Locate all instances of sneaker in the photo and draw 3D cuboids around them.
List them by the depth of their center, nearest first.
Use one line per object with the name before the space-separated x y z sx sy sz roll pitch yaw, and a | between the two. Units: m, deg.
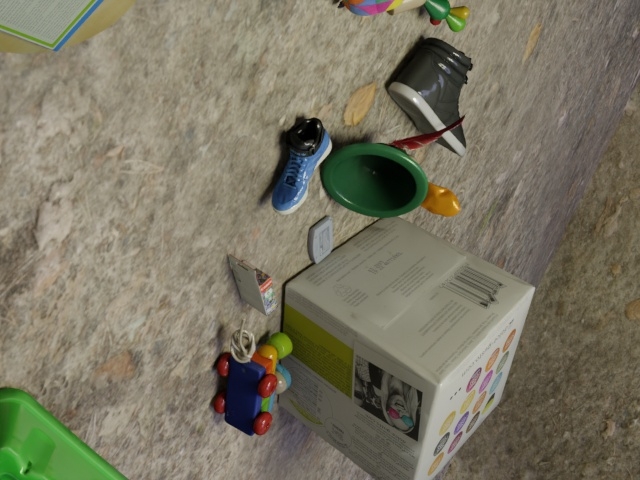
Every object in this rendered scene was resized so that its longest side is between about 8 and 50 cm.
sneaker | -0.037 -0.118 1.075 0.152 0.058 0.084 -57 156 -15
sneaker | 0.241 -0.267 1.329 0.147 0.104 0.296 -56 146 1

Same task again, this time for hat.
hat | 0.116 -0.159 1.244 0.173 0.208 0.184 -44 -154 48

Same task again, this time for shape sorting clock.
shape sorting clock | -0.244 -0.243 0.611 0.206 0.040 0.206 -27 162 -10

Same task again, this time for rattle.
rattle | 0.163 -0.094 1.332 0.130 0.143 0.199 -43 157 5

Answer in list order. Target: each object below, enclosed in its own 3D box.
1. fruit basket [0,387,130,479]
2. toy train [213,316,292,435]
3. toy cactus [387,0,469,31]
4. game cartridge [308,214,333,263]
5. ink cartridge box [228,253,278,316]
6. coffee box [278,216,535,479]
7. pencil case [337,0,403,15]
fruit basket | -0.397 0.394 0.838 0.392 0.283 0.392 -43 -169 10
toy train | -0.098 0.202 1.224 0.143 0.105 0.248 -38 144 -52
toy cactus | 0.175 -0.423 1.132 0.180 0.112 0.219 -31 145 -12
game cartridge | 0.000 0.000 1.278 0.056 0.017 0.083 -42 145 -36
ink cartridge box | -0.105 0.064 1.122 0.029 0.063 0.115 -42 145 -28
coffee box | 0.154 0.211 1.367 0.337 0.338 0.334 -32 140 -40
pencil case | 0.048 -0.407 0.932 0.104 0.104 0.236 -52 151 -16
